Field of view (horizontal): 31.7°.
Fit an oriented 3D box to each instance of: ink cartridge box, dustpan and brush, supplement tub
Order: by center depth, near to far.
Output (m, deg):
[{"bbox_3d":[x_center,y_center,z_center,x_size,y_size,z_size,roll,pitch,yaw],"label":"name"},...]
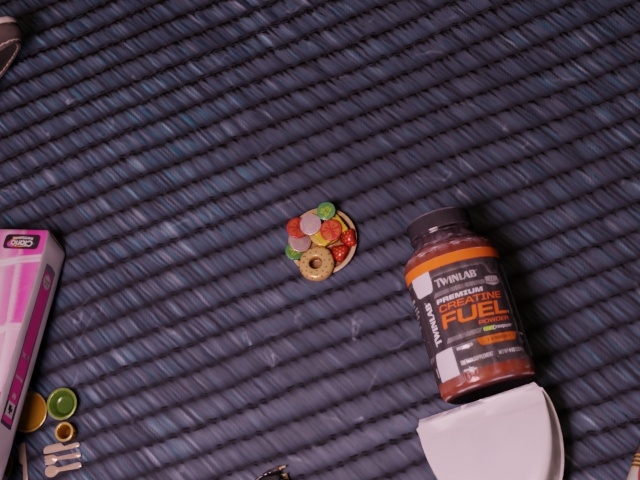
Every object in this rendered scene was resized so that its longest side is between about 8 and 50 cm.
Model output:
[{"bbox_3d":[0.196,0.270,1.159,0.147,0.060,0.211,-21,65,18],"label":"dustpan and brush"},{"bbox_3d":[0.151,0.066,1.192,0.106,0.106,0.198,-19,72,7],"label":"supplement tub"},{"bbox_3d":[-0.421,0.156,1.274,0.176,0.069,0.371,2,62,12],"label":"ink cartridge box"}]

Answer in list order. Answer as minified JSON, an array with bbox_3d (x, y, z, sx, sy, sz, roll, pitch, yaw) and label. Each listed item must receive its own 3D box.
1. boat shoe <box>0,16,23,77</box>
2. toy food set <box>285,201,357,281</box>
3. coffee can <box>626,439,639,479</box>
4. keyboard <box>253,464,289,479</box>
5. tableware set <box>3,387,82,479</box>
[{"bbox_3d":[-0.490,-0.149,1.405,0.335,0.112,0.095,-34,88,8],"label":"boat shoe"},{"bbox_3d":[0.000,0.000,1.289,0.083,0.020,0.082,-38,70,1],"label":"toy food set"},{"bbox_3d":[0.378,0.256,1.038,0.201,0.201,0.275,19,80,17],"label":"coffee can"},{"bbox_3d":[-0.121,0.350,1.217,0.317,0.033,0.201,-5,74,11],"label":"keyboard"},{"bbox_3d":[-0.352,0.227,1.306,0.154,0.024,0.104,-12,72,10],"label":"tableware set"}]
